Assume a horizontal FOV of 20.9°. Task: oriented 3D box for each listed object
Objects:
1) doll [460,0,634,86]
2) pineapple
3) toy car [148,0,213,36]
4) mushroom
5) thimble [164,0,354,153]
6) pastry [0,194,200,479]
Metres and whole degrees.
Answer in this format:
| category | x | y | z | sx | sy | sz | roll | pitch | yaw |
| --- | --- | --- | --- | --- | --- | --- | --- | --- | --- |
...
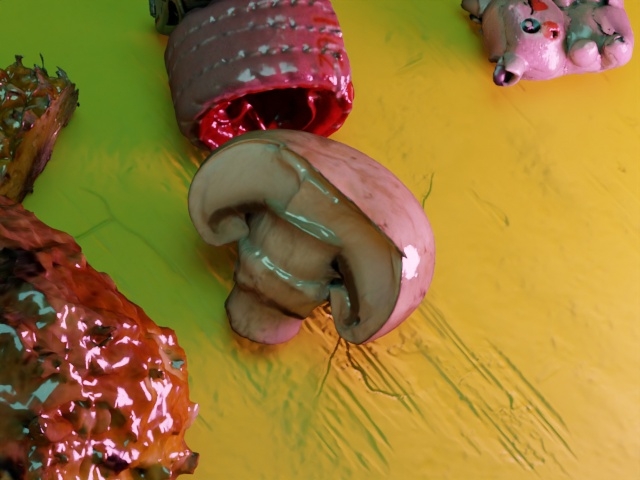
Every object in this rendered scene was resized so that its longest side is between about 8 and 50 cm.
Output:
| category | x | y | z | sx | sy | sz | roll | pitch | yaw |
| --- | --- | --- | --- | --- | --- | --- | --- | --- | --- |
| doll | 0.260 | -0.234 | 1.952 | 0.192 | 0.095 | 0.149 | -1 | 53 | -10 |
| pineapple | -0.317 | -0.102 | 1.730 | 0.079 | 0.135 | 0.233 | 24 | 59 | 4 |
| toy car | -0.126 | -0.258 | 1.826 | 0.095 | 0.205 | 0.056 | -5 | 81 | -11 |
| mushroom | 0.000 | 0.000 | 1.723 | 0.253 | 0.195 | 0.189 | 36 | 26 | 18 |
| thimble | -0.064 | -0.171 | 1.806 | 0.189 | 0.163 | 0.125 | -10 | 61 | -1 |
| pastry | -0.302 | 0.115 | 1.473 | 0.405 | 0.337 | 0.292 | 40 | 89 | 2 |
